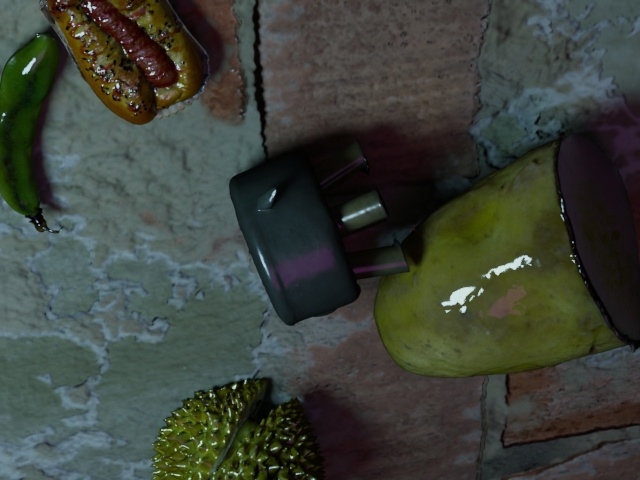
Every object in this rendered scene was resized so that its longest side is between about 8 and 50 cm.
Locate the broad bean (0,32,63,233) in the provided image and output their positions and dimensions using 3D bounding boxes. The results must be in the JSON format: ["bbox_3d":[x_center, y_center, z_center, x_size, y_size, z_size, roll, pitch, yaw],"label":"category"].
[{"bbox_3d":[-0.268,-0.098,1.604,0.069,0.039,0.227,5,133,-2],"label":"broad bean"}]

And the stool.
[{"bbox_3d":[-0.003,-0.008,1.699,0.139,0.153,0.228,-21,176,1],"label":"stool"}]

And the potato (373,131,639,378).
[{"bbox_3d":[0.173,0.040,1.750,0.266,0.229,0.229,-21,135,25],"label":"potato"}]

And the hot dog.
[{"bbox_3d":[-0.172,-0.180,1.543,0.108,0.059,0.191,-27,131,5],"label":"hot dog"}]

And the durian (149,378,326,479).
[{"bbox_3d":[-0.085,0.278,1.931,0.193,0.137,0.237,-13,134,-3],"label":"durian"}]
